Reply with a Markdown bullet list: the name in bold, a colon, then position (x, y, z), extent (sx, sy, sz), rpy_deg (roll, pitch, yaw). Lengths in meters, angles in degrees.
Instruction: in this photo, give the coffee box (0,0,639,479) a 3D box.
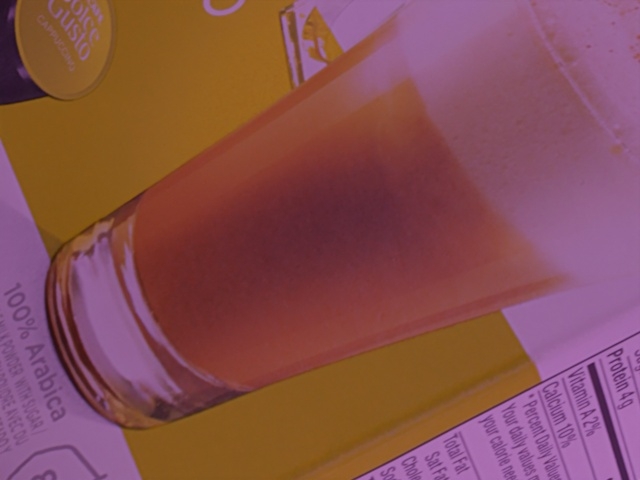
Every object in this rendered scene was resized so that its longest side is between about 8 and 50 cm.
- **coffee box**: position (0.048, 0.010, 0.778), extent (0.338, 0.334, 0.338), rpy_deg (62, -2, 39)
